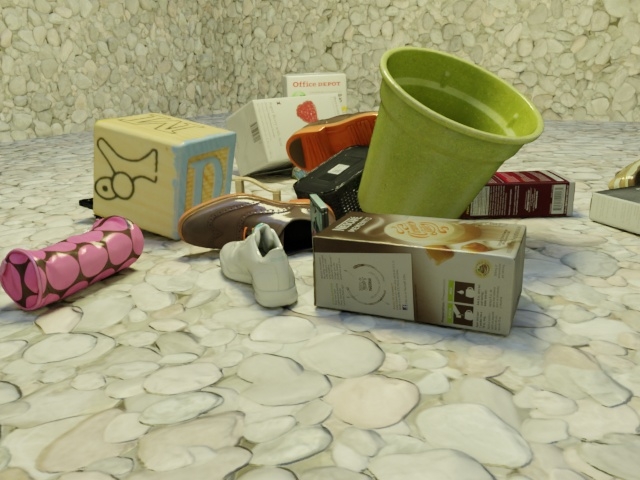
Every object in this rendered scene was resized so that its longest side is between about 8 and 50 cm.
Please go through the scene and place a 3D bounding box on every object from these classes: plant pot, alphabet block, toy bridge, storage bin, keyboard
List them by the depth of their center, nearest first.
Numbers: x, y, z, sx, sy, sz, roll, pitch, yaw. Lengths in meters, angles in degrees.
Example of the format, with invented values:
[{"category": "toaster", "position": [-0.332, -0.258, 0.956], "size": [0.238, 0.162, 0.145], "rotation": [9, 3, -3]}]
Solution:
[{"category": "plant pot", "position": [0.187, -0.145, 0.981], "size": [0.276, 0.254, 0.276], "rotation": [13, 39, -11]}, {"category": "alphabet block", "position": [-0.303, -0.132, 1.131], "size": [0.197, 0.192, 0.193], "rotation": [17, 21, 18]}, {"category": "storage bin", "position": [0.051, -0.109, 1.142], "size": [0.180, 0.084, 0.122], "rotation": [-36, 33, -27]}, {"category": "keyboard", "position": [-0.418, -0.049, 1.194], "size": [0.192, 0.038, 0.100], "rotation": [15, 16, 22]}, {"category": "toy bridge", "position": [-0.183, -0.112, 1.311], "size": [0.188, 0.063, 0.026], "rotation": [2, 18, 11]}]

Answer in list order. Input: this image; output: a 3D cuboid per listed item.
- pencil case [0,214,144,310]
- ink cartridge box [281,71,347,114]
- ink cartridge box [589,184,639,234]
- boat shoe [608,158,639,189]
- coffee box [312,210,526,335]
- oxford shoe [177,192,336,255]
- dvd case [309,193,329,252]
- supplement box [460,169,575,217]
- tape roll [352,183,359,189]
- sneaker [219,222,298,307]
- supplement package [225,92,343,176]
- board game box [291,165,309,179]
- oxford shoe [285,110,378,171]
[{"category": "pencil case", "position": [-0.362, 0.025, 0.847], "size": [0.098, 0.095, 0.209], "rotation": [39, 25, 8]}, {"category": "ink cartridge box", "position": [-0.021, -0.422, 1.945], "size": [0.198, 0.270, 0.197], "rotation": [-5, 17, -7]}, {"category": "ink cartridge box", "position": [0.696, -0.046, 0.994], "size": [0.303, 0.072, 0.307], "rotation": [-7, 16, -17]}, {"category": "boat shoe", "position": [0.723, -0.153, 1.345], "size": [0.072, 0.068, 0.190], "rotation": [-1, 13, 46]}, {"category": "coffee box", "position": [0.128, 0.033, 0.747], "size": [0.246, 0.098, 0.141], "rotation": [6, 18, 23]}, {"category": "oxford shoe", "position": [-0.101, -0.022, 0.965], "size": [0.271, 0.097, 0.098], "rotation": [-5, 23, -10]}, {"category": "dvd case", "position": [0.000, 0.000, 0.832], "size": [0.013, 0.120, 0.087], "rotation": [-5, 18, -10]}, {"category": "supplement box", "position": [0.372, -0.096, 1.177], "size": [0.239, 0.073, 0.130], "rotation": [-1, 17, 2]}, {"category": "tape roll", "position": [0.148, -0.224, 1.457], "size": [0.321, 0.077, 0.321], "rotation": [3, 34, -2]}, {"category": "sneaker", "position": [-0.090, 0.017, 0.832], "size": [0.080, 0.094, 0.212], "rotation": [-12, 20, -26]}, {"category": "supplement package", "position": [-0.089, -0.304, 1.656], "size": [0.293, 0.178, 0.175], "rotation": [-16, 1, -35]}, {"category": "board game box", "position": [0.011, -0.188, 1.540], "size": [0.194, 0.060, 0.194], "rotation": [-13, 20, -33]}, {"category": "oxford shoe", "position": [0.101, -0.235, 1.246], "size": [0.363, 0.130, 0.133], "rotation": [3, 37, 31]}]
